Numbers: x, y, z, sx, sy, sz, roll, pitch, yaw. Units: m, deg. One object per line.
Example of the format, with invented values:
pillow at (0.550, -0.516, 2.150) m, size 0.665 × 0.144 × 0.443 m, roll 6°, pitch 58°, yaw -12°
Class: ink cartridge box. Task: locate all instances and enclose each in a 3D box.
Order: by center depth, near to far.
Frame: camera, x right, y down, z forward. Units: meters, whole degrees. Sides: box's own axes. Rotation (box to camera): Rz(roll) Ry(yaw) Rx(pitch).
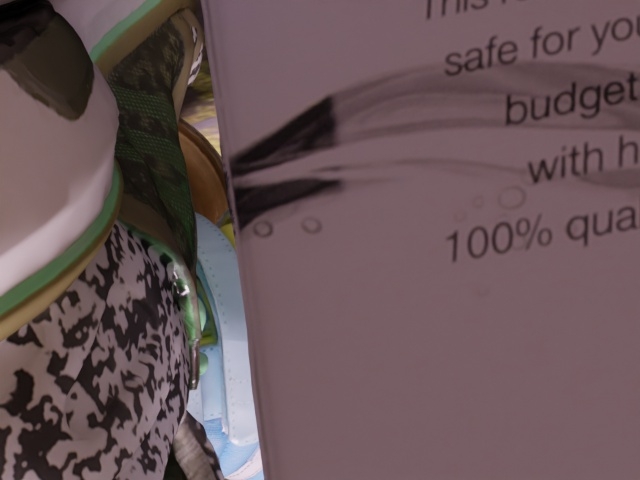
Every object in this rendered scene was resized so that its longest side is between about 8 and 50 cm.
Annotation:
ink cartridge box at (0.131, 0.008, 0.446) m, size 0.285 × 0.395 × 0.166 m, roll -10°, pitch 167°, yaw 8°

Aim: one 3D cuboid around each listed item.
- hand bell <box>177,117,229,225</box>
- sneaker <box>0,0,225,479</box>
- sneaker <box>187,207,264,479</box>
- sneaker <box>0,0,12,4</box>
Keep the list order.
hand bell at (-0.109, 0.000, 0.899) m, size 0.126 × 0.126 × 0.242 m, roll -7°, pitch 177°, yaw -4°
sneaker at (-0.096, 0.015, 0.533) m, size 0.158 × 0.182 × 0.410 m, roll -21°, pitch -165°, yaw 9°
sneaker at (0.000, 0.000, 0.680) m, size 0.208 × 0.127 × 0.319 m, roll 2°, pitch 129°, yaw -36°
sneaker at (-0.155, -0.104, 0.420) m, size 0.321 × 0.126 × 0.127 m, roll -23°, pitch -157°, yaw 9°
